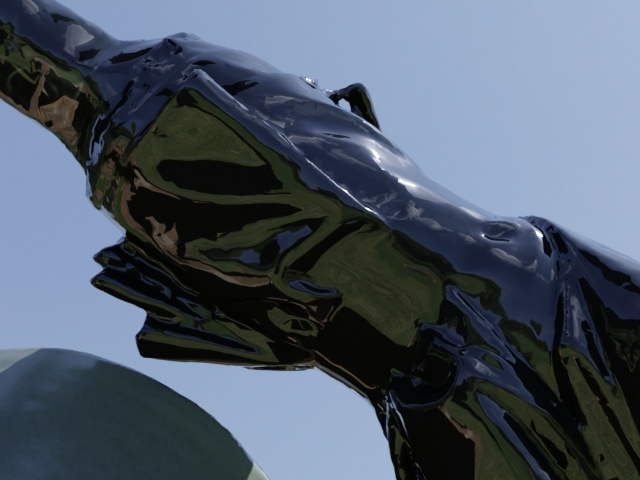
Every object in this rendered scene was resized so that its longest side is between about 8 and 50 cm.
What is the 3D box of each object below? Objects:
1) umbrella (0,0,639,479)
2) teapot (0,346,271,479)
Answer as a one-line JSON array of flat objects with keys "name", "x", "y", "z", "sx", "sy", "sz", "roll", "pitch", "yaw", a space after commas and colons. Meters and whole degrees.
[{"name": "umbrella", "x": 0.000, "y": 0.000, "z": 0.398, "sx": 0.340, "sy": 0.118, "sz": 0.118, "roll": 35, "pitch": -24, "yaw": 10}, {"name": "teapot", "x": -0.104, "y": 0.117, "z": 0.357, "sx": 0.162, "sy": 0.239, "sz": 0.149, "roll": -23, "pitch": 5, "yaw": 24}]
